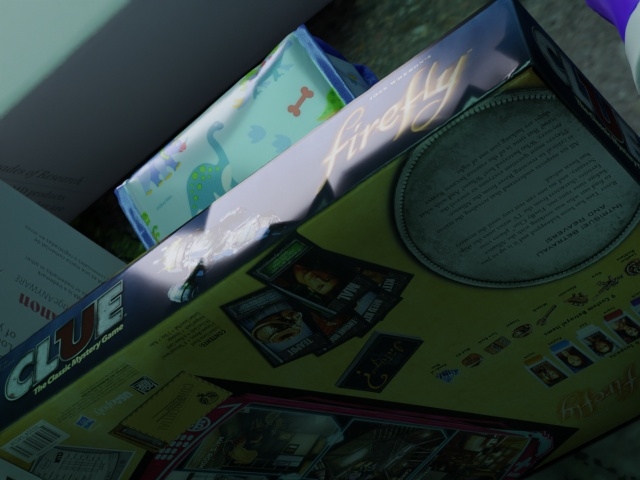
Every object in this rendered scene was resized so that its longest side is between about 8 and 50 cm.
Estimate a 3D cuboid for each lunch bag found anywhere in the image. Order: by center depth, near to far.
[{"bbox_3d":[0.000,0.000,0.574,0.129,0.096,0.151,-41,64,16],"label":"lunch bag"}]

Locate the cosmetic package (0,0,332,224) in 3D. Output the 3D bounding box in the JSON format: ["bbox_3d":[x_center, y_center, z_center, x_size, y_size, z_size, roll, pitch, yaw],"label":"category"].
[{"bbox_3d":[-0.229,-0.138,0.831,0.453,0.161,0.230,-38,70,20],"label":"cosmetic package"}]

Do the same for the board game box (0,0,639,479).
[{"bbox_3d":[0.019,0.041,0.446,0.243,0.165,0.042,-34,37,24],"label":"board game box"}]

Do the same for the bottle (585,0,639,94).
[{"bbox_3d":[0.147,-0.173,0.533,0.092,0.118,0.283,-20,45,22],"label":"bottle"}]

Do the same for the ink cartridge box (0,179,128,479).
[{"bbox_3d":[-0.188,0.105,0.499,0.130,0.309,0.272,-26,41,33],"label":"ink cartridge box"}]
